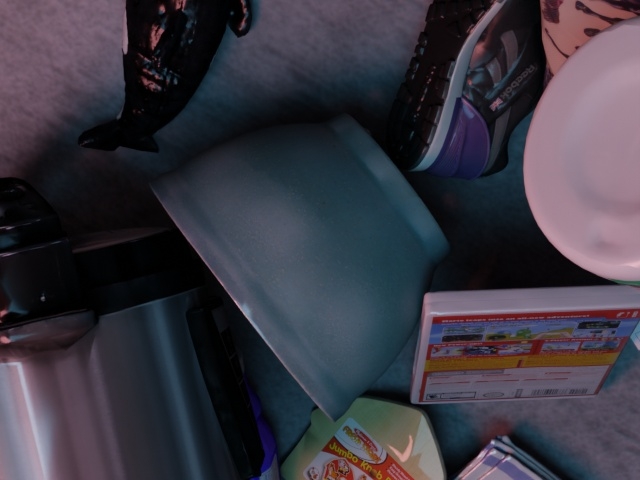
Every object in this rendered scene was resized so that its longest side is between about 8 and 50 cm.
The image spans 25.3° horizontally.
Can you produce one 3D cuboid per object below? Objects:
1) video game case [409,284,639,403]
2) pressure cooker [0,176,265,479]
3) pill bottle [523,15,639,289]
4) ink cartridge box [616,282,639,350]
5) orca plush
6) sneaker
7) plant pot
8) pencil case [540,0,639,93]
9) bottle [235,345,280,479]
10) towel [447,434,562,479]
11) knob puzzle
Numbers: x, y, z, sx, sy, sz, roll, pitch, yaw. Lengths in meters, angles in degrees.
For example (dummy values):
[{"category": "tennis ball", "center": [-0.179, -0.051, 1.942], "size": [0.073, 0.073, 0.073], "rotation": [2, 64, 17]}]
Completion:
[{"category": "video game case", "center": [0.197, 0.108, 1.417], "size": [0.204, 0.025, 0.285], "rotation": [-2, 157, 0]}, {"category": "pressure cooker", "center": [-0.271, 0.145, 1.395], "size": [0.370, 0.375, 0.420], "rotation": [-12, 92, 31]}, {"category": "pill bottle", "center": [0.347, -0.035, 1.158], "size": [0.361, 0.204, 0.204], "rotation": [18, 129, -44]}, {"category": "ink cartridge box", "center": [0.393, 0.025, 1.407], "size": [0.207, 0.097, 0.046], "rotation": [-28, 111, 24]}, {"category": "orca plush", "center": [-0.167, -0.191, 1.380], "size": [0.151, 0.102, 0.287], "rotation": [33, 120, -9]}, {"category": "sneaker", "center": [0.168, -0.189, 1.344], "size": [0.124, 0.107, 0.283], "rotation": [10, 117, -29]}, {"category": "plant pot", "center": [0.000, 0.000, 1.381], "size": [0.196, 0.293, 0.293], "rotation": [-38, 109, -2]}, {"category": "pencil case", "center": [0.268, -0.244, 1.178], "size": [0.183, 0.160, 0.410], "rotation": [21, 146, 27]}, {"category": "bottle", "center": [-0.107, 0.250, 1.625], "size": [0.118, 0.092, 0.283], "rotation": [2, 119, 11]}, {"category": "towel", "center": [0.187, 0.360, 1.647], "size": [0.209, 0.034, 0.285], "rotation": [37, 118, -13]}, {"category": "knob puzzle", "center": [0.066, 0.254, 1.611], "size": [0.213, 0.030, 0.213], "rotation": [8, 107, 27]}]
